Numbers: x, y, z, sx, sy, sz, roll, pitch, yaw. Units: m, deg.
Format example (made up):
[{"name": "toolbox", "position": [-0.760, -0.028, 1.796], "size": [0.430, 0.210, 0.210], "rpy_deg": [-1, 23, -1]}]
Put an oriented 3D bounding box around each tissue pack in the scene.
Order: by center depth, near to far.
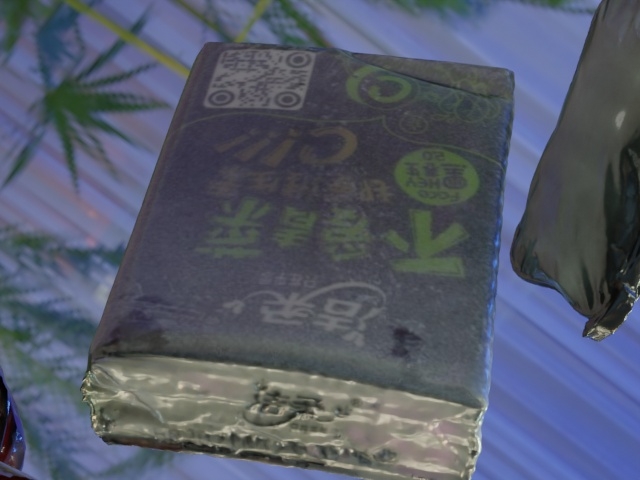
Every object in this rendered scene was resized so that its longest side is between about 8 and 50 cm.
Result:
[{"name": "tissue pack", "position": [0.000, 0.000, 1.210], "size": [0.394, 0.288, 0.124], "rpy_deg": [-78, 172, -48]}]

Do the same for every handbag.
[{"name": "handbag", "position": [0.280, -0.081, 1.458], "size": [0.191, 0.075, 0.332], "rpy_deg": [35, -73, 60]}]

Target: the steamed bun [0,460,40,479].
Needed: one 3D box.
[{"name": "steamed bun", "position": [-0.197, 0.263, 0.780], "size": [0.248, 0.235, 0.379], "rpy_deg": [-47, -157, 28]}]

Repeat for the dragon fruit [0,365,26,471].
[{"name": "dragon fruit", "position": [-0.369, 0.147, 1.104], "size": [0.329, 0.329, 0.329], "rpy_deg": [-52, -172, 10]}]
